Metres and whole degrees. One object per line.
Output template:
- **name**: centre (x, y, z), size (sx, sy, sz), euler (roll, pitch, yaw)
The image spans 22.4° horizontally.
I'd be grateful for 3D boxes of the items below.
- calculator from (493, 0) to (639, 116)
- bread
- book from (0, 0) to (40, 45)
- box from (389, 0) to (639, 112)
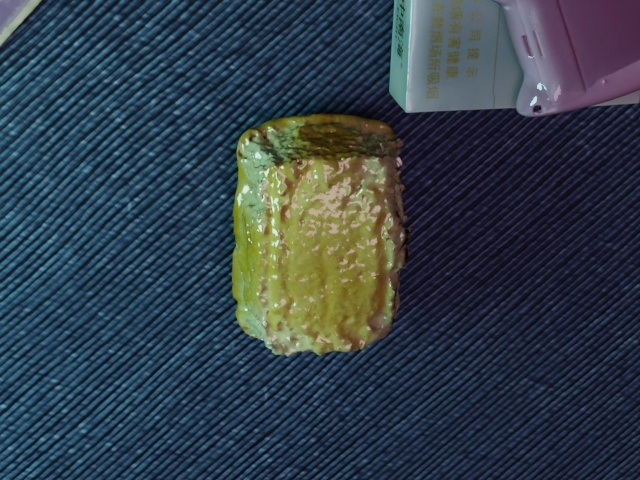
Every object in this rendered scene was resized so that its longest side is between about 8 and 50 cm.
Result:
- **calculator**: centre (0.299, -0.234, 1.500), size (0.294, 0.043, 0.194), euler (-25, 117, -5)
- **bread**: centre (0.000, 0.000, 1.567), size (0.174, 0.121, 0.245), euler (-1, 119, -3)
- **book**: centre (-0.397, -0.279, 1.406), size (0.228, 0.018, 0.322), euler (-45, 115, 8)
- **box**: centre (0.192, -0.206, 1.546), size (0.243, 0.067, 0.155), euler (-4, 116, -12)
